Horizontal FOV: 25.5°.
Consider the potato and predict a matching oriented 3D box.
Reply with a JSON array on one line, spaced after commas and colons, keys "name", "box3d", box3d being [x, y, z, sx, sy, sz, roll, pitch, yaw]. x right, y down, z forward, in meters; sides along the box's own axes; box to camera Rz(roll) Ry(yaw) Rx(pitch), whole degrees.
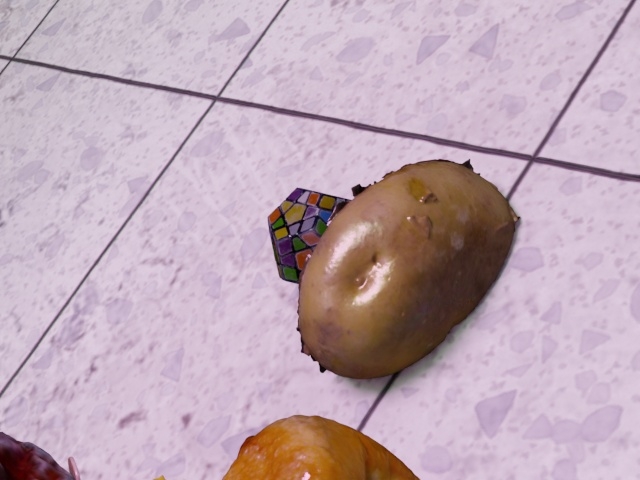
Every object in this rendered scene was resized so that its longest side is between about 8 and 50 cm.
[{"name": "potato", "box3d": [0.077, 0.015, 1.250, 0.098, 0.138, 0.243, 26, 76, 45]}]

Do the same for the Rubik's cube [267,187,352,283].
[{"name": "Rubik's cube", "box3d": [0.000, 0.000, 1.362, 0.111, 0.111, 0.093, 16, 91, 47]}]

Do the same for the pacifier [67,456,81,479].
[{"name": "pacifier", "box3d": [-0.212, 0.251, 1.346, 0.078, 0.081, 0.099, -15, 64, -15]}]

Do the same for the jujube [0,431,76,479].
[{"name": "jujube", "box3d": [-0.312, 0.319, 1.211, 0.226, 0.226, 0.317, 29, 102, 50]}]

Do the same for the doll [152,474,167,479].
[{"name": "doll", "box3d": [-0.159, 0.270, 1.291, 0.078, 0.076, 0.113, 3, 22, 11]}]

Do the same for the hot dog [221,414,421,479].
[{"name": "hot dog", "box3d": [-0.029, 0.332, 1.008, 0.223, 0.185, 0.405, 18, 68, 49]}]
